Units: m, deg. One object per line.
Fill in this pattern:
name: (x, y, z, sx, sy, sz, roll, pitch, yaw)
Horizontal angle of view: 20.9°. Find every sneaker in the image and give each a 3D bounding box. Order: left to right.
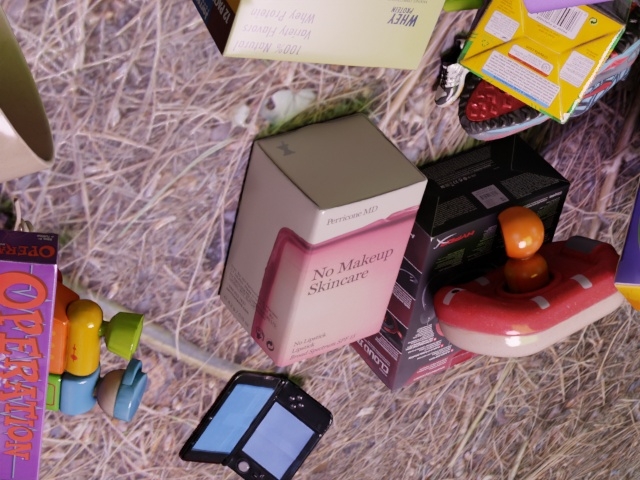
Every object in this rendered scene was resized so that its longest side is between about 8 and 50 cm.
sneaker: (0.143, -0.187, 1.912, 0.037, 0.032, 0.083, 15, 112, -38)
sneaker: (0.272, -0.171, 1.994, 0.262, 0.104, 0.125, -30, 147, -18)

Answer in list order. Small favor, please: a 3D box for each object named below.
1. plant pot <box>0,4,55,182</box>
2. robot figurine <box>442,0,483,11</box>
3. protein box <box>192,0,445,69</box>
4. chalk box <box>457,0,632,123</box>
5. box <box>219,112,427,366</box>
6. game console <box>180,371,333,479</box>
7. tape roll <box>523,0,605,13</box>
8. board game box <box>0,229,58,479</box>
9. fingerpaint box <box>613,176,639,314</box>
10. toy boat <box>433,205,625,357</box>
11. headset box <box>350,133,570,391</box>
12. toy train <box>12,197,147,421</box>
plant pot: (-0.375, -0.113, 1.281, 0.274, 0.256, 0.256, -25, 147, 2)
robot figurine: (0.134, -0.282, 1.751, 0.115, 0.067, 0.101, -24, 115, -28)
protein box: (0.009, -0.275, 1.525, 0.200, 0.136, 0.201, 1, 129, -27)
chalk box: (0.242, -0.245, 1.810, 0.132, 0.132, 0.213, -60, -179, 32)
box: (0.000, 0.000, 1.880, 0.149, 0.127, 0.232, -18, 140, -33)
game console: (-0.077, 0.241, 2.119, 0.144, 0.124, 0.085, -55, 172, 19)
tape roll: (0.211, -0.348, 1.569, 0.090, 0.274, 0.275, -8, 149, 13)
board game box: (-0.360, 0.124, 1.627, 0.208, 0.056, 0.346, 1, 133, -12)
fingerpaint box: (0.535, -0.069, 2.095, 0.371, 0.163, 0.444, 42, 59, -50)
toy boat: (0.232, 0.033, 1.979, 0.231, 0.151, 0.151, -26, 112, -25)
headset box: (0.159, 0.039, 2.106, 0.218, 0.110, 0.293, -21, 141, -29)
toy train: (-0.235, 0.074, 1.677, 0.105, 0.143, 0.248, -72, 175, -48)
